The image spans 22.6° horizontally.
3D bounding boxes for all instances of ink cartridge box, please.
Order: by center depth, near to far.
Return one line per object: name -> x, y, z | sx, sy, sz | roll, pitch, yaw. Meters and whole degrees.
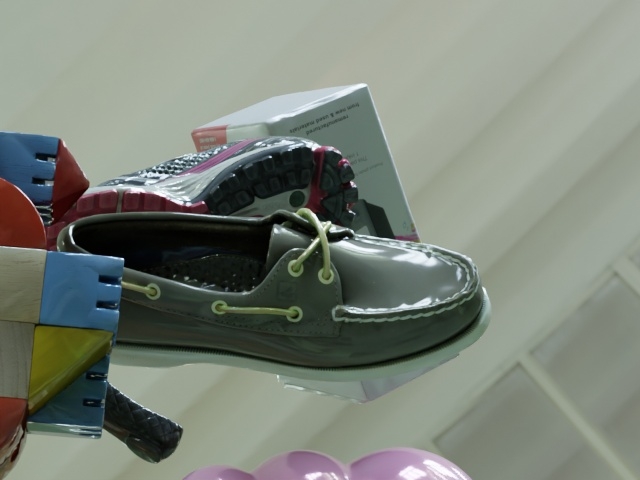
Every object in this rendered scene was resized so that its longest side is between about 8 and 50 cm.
ink cartridge box -> 0.000, 0.000, 1.697 | 0.131, 0.226, 0.306 | -25, -78, -23

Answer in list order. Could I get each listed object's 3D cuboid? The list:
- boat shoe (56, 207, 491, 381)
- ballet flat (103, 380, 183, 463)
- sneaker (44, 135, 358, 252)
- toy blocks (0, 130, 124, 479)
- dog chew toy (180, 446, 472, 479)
boat shoe -> -0.034, 0.030, 1.112 | 0.305, 0.109, 0.091 | 0, -50, 5
ballet flat -> -0.221, 0.168, 1.685 | 0.057, 0.173, 0.049 | -43, 8, 49
sneaker -> -0.121, -0.008, 1.307 | 0.299, 0.112, 0.121 | -14, -72, -14
toy blocks -> -0.241, 0.060, 1.009 | 0.261, 0.381, 0.191 | 6, -19, -8
dog chew toy -> -0.001, 0.296, 1.564 | 0.331, 0.207, 0.207 | 8, -57, -13
